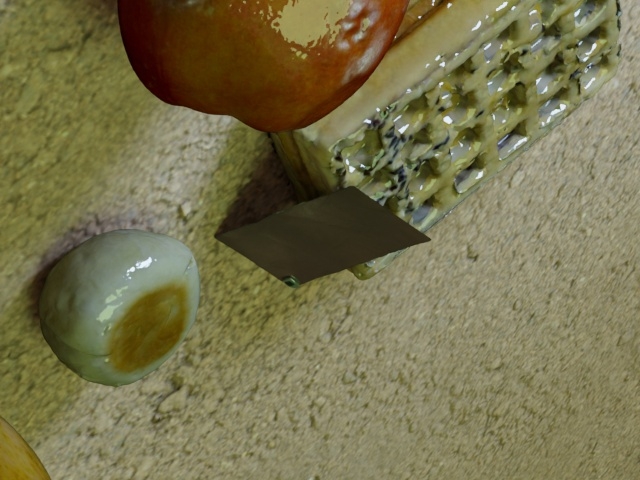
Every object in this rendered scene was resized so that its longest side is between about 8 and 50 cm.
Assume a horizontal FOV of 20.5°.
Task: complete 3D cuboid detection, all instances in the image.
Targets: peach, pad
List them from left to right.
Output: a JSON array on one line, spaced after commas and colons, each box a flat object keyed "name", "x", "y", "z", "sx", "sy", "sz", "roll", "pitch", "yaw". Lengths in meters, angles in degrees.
[{"name": "peach", "x": -0.046, "y": -0.206, "z": 1.370, "sx": 0.243, "sy": 0.199, "sz": 0.243, "roll": -17, "pitch": 131, "yaw": -20}, {"name": "pad", "x": 0.000, "y": 0.000, "z": 1.686, "sx": 0.187, "sy": 0.006, "sz": 0.113, "roll": -20, "pitch": 139, "yaw": 40}]

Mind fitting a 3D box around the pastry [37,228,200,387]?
[{"name": "pastry", "x": -0.181, "y": 0.057, "z": 1.603, "sx": 0.156, "sy": 0.092, "sz": 0.156, "roll": -34, "pitch": 150, "yaw": -23}]

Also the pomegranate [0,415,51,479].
[{"name": "pomegranate", "x": -0.388, "y": 0.263, "z": 1.328, "sx": 0.416, "sy": 0.416, "sz": 0.417, "roll": -31, "pitch": 145, "yaw": -25}]

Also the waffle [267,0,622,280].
[{"name": "waffle", "x": 0.126, "y": -0.152, "z": 1.729, "sx": 0.376, "sy": 0.114, "sz": 0.261, "roll": -40, "pitch": 151, "yaw": -12}]
